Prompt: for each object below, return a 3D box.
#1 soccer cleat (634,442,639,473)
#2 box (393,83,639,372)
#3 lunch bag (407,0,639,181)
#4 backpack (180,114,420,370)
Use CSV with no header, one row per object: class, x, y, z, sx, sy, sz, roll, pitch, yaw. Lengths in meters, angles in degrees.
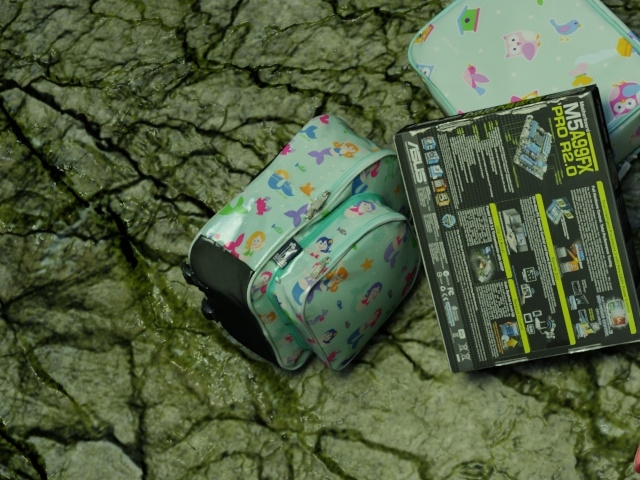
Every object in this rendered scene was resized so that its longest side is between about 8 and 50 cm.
soccer cleat,0.427,0.235,1.814,0.248,0.083,0.095,25,69,34
box,0.213,-0.010,1.945,0.216,0.060,0.270,-12,99,17
lunch bag,0.253,-0.176,2.054,0.224,0.108,0.279,-39,59,1
backpack,0.000,0.000,2.016,0.191,0.225,0.253,28,70,26
